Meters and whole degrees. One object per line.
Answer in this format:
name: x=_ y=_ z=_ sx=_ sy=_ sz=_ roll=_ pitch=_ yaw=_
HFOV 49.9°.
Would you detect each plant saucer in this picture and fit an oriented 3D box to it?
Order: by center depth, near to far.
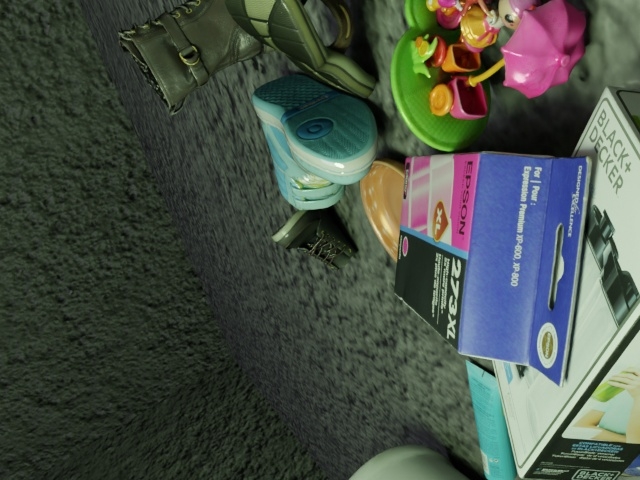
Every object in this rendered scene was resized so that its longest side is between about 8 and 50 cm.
plant saucer: x=0.129 y=-0.030 z=0.979 sx=0.200 sy=0.037 sz=0.200 roll=51 pitch=160 yaw=26

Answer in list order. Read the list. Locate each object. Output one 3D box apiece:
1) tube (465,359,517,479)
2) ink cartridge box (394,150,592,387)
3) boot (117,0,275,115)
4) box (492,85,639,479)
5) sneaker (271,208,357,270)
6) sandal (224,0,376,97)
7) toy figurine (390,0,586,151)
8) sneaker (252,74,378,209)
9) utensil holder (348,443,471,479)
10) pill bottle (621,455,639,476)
tube: x=0.269 y=0.289 z=1.082 sx=0.080 sy=0.052 sz=0.207 roll=22 pitch=134 yaw=54
ink cartridge box: x=0.145 y=0.004 z=0.680 sx=0.371 sy=0.069 sz=0.176 roll=-141 pitch=56 yaw=-80
boot: x=-0.206 y=-0.353 z=1.058 sx=0.263 sy=0.229 sz=0.091 roll=63 pitch=161 yaw=-10
box: x=0.229 y=0.046 z=0.544 sx=0.169 sy=0.087 sz=0.290 roll=-90 pitch=9 yaw=-45
sneaker: x=0.000 y=0.000 z=1.202 sx=0.118 sy=0.083 sz=0.222 roll=50 pitch=-161 yaw=6
sandal: x=-0.010 y=-0.247 z=0.796 sx=0.120 sy=0.086 sz=0.303 roll=32 pitch=-172 yaw=20
toy figurine: x=0.159 y=-0.181 z=0.614 sx=0.159 sy=0.130 sz=0.173 roll=-11 pitch=84 yaw=56
sneaker: x=0.009 y=-0.111 z=1.029 sx=0.319 sy=0.127 sz=0.208 roll=-127 pitch=18 yaw=-54
utensil holder: x=0.232 y=0.589 z=1.196 sx=0.385 sy=0.327 sz=0.327 roll=20 pitch=136 yaw=60
pill bottle: x=0.319 y=0.142 z=0.610 sx=0.123 sy=0.123 sz=0.219 roll=55 pitch=161 yaw=14
